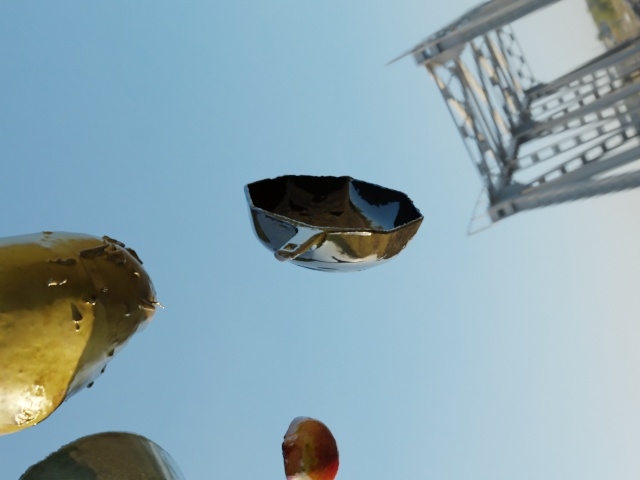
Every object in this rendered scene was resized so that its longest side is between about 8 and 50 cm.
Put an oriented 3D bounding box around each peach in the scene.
[{"bbox_3d":[-0.006,0.253,0.996,0.098,0.061,0.098,-6,-90,-73],"label":"peach"}]

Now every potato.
[{"bbox_3d":[-0.278,0.078,0.709,0.300,0.140,0.173,-10,-65,-33],"label":"potato"}]

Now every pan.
[{"bbox_3d":[-0.014,-0.004,0.599,0.202,0.128,0.048,-18,-61,-53],"label":"pan"}]

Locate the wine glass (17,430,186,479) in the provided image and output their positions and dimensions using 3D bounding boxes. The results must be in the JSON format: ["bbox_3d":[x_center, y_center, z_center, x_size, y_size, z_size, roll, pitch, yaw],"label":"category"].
[{"bbox_3d":[-0.073,0.313,0.719,0.267,0.406,0.267,3,-94,-52],"label":"wine glass"}]
